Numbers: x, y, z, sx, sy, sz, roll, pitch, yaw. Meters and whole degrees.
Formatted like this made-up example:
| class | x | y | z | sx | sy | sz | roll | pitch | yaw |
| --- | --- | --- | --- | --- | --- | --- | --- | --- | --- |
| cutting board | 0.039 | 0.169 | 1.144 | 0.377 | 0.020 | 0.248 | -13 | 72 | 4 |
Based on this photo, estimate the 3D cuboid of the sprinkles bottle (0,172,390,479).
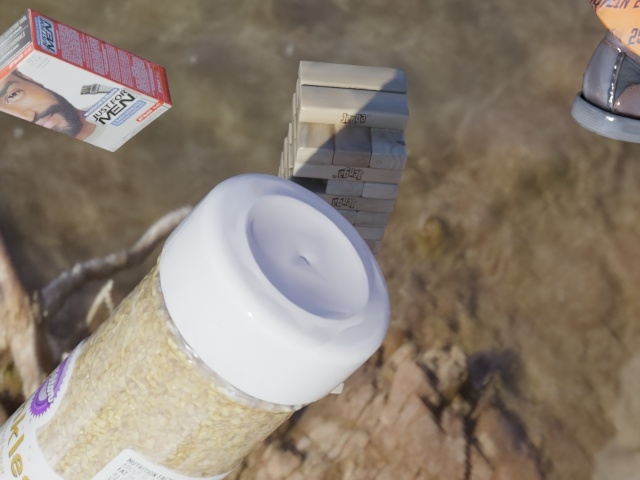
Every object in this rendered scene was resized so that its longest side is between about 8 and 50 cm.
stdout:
| class | x | y | z | sx | sy | sz | roll | pitch | yaw |
| --- | --- | --- | --- | --- | --- | --- | --- | --- | --- |
| sprinkles bottle | -0.111 | 0.111 | 0.791 | 0.121 | 0.355 | 0.121 | 28 | 38 | -24 |

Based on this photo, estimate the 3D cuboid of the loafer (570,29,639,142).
| class | x | y | z | sx | sy | sz | roll | pitch | yaw |
| --- | --- | --- | --- | --- | --- | --- | --- | --- | --- |
| loafer | 0.370 | -0.135 | 1.209 | 0.303 | 0.095 | 0.109 | 0 | 24 | -24 |

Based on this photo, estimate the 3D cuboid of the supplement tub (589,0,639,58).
| class | x | y | z | sx | sy | sz | roll | pitch | yaw |
| --- | --- | --- | --- | --- | --- | --- | --- | --- | --- |
| supplement tub | 0.292 | -0.187 | 0.799 | 0.338 | 0.207 | 0.207 | -17 | 69 | -53 |

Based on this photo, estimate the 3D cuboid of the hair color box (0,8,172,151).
| class | x | y | z | sx | sy | sz | roll | pitch | yaw |
| --- | --- | --- | --- | --- | --- | --- | --- | --- | --- |
| hair color box | -0.236 | -0.149 | 1.285 | 0.167 | 0.093 | 0.053 | 20 | 47 | -44 |

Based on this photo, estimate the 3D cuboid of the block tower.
| class | x | y | z | sx | sy | sz | roll | pitch | yaw |
| --- | --- | --- | --- | --- | --- | --- | --- | --- | --- |
| block tower | 0.000 | 0.000 | 1.190 | 0.097 | 0.335 | 0.091 | 5 | 46 | -6 |
